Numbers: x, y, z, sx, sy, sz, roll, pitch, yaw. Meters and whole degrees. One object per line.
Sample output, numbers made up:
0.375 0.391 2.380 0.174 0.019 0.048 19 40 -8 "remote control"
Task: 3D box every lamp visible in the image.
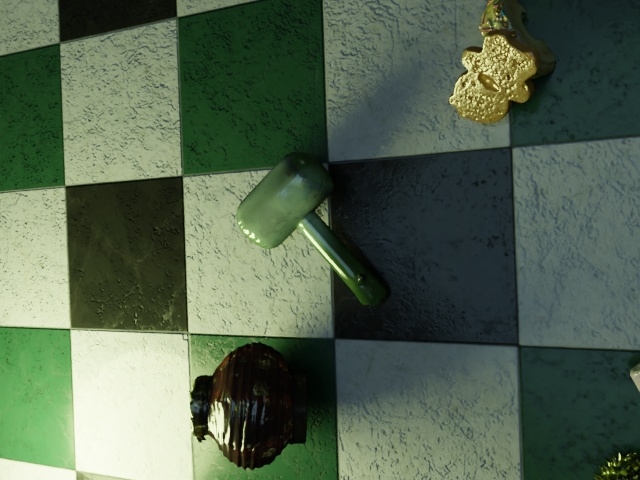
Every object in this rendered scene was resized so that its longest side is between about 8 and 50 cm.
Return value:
-0.136 0.317 1.177 0.247 0.247 0.247 1 91 24 "lamp"

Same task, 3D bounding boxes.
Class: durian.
0.503 0.448 0.971 0.137 0.095 0.220 -2 84 23 "durian"

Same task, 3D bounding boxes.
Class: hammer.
0.000 0.000 1.180 0.335 0.119 0.206 48 110 9 "hammer"

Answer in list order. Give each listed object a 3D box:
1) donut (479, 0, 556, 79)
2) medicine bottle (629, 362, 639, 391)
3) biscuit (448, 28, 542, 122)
0.321 -0.342 1.030 0.065 0.108 0.166 -33 83 46 "donut"
0.564 0.281 0.943 0.083 0.083 0.203 -34 78 21 "medicine bottle"
0.294 -0.268 1.026 0.133 0.027 0.184 29 146 16 "biscuit"
